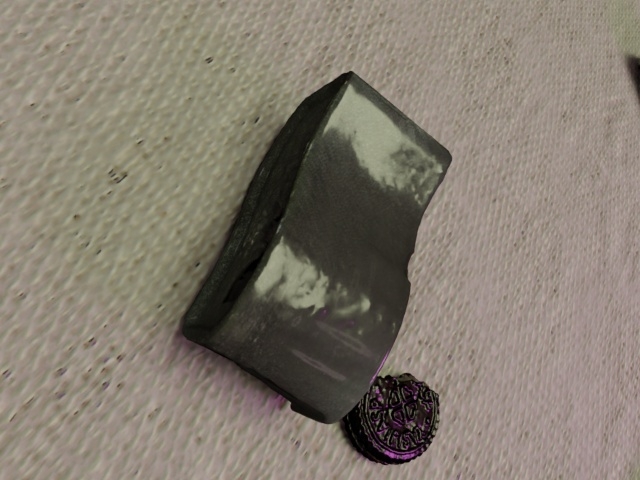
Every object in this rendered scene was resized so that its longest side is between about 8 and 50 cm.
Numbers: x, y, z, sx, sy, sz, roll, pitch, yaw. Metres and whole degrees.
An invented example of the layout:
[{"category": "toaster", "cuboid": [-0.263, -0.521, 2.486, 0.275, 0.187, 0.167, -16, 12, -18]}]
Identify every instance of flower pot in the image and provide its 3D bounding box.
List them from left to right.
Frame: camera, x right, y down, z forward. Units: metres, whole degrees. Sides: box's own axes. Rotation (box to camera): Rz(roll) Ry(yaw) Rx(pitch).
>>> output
[{"category": "flower pot", "cuboid": [0.000, 0.000, 0.421, 0.108, 0.103, 0.229, 36, 59, -22]}]

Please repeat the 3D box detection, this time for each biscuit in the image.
[{"category": "biscuit", "cuboid": [0.056, 0.134, 0.470, 0.089, 0.027, 0.087, 53, 54, -11]}]

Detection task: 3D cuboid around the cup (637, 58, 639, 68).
[{"category": "cup", "cuboid": [0.552, -0.233, 0.894, 0.120, 0.120, 0.141, -2, 87, -37]}]
